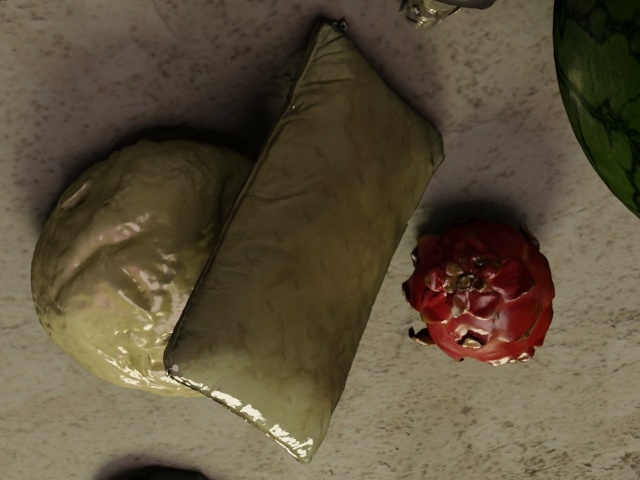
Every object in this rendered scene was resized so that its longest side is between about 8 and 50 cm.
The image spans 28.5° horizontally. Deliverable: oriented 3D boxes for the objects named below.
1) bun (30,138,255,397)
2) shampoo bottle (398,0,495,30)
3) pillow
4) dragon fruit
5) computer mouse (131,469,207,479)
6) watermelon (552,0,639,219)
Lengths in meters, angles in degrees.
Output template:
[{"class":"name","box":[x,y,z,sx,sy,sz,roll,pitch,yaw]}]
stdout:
[{"class":"bun","box":[-0.110,0.034,1.017,0.244,0.153,0.243,-9,133,-10]},{"class":"shampoo bottle","box":[0.108,-0.200,0.851,0.064,0.057,0.208,5,163,-17]},{"class":"pillow","box":[0.000,0.000,0.951,0.075,0.302,0.185,8,157,42]},{"class":"dragon fruit","box":[0.146,0.045,1.110,0.136,0.133,0.166,9,152,42]},{"class":"computer mouse","box":[-0.144,0.322,1.348,0.126,0.071,0.231,-33,133,19]},{"class":"watermelon","box":[0.316,-0.134,0.807,0.363,0.363,0.363,-7,135,-7]}]
